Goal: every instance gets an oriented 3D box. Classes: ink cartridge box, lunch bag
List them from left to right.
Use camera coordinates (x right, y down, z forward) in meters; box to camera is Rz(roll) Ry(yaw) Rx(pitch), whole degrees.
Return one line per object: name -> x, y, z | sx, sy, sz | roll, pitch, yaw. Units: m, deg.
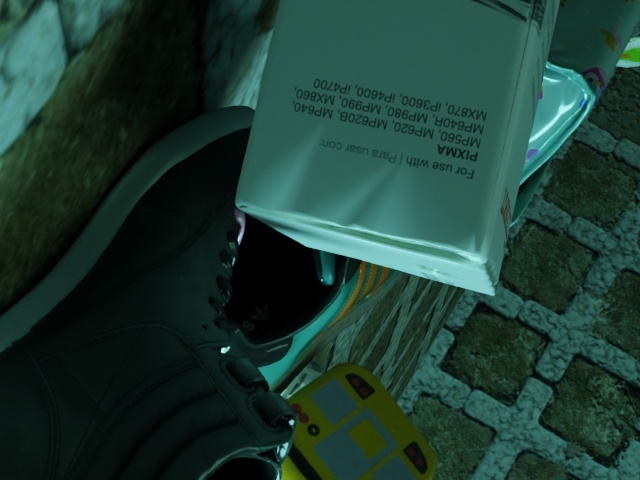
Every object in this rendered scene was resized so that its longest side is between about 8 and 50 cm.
ink cartridge box -> 0.057, -0.121, 0.687 | 0.197, 0.114, 0.272 | 33, 69, -80
lunch bag -> 0.140, -0.123, 1.188 | 0.262, 0.160, 0.223 | -54, 180, 42

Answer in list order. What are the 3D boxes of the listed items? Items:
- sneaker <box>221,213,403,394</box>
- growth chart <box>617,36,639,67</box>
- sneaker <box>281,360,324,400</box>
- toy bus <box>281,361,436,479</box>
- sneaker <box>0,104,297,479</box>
sneaker -> 0.000, 0.000, 0.963 | 0.302, 0.108, 0.121 | -51, 171, -37
growth chart -> 0.286, -0.201, 1.596 | 0.172, 0.237, 0.021 | 6, 79, -75
sneaker -> -0.043, 0.106, 1.093 | 0.087, 0.092, 0.229 | -59, 169, 0
toy bus -> -0.054, 0.219, 1.049 | 0.130, 0.108, 0.332 | -33, 169, -37
sneaker -> -0.062, 0.051, 0.693 | 0.295, 0.147, 0.104 | -53, 166, -42
